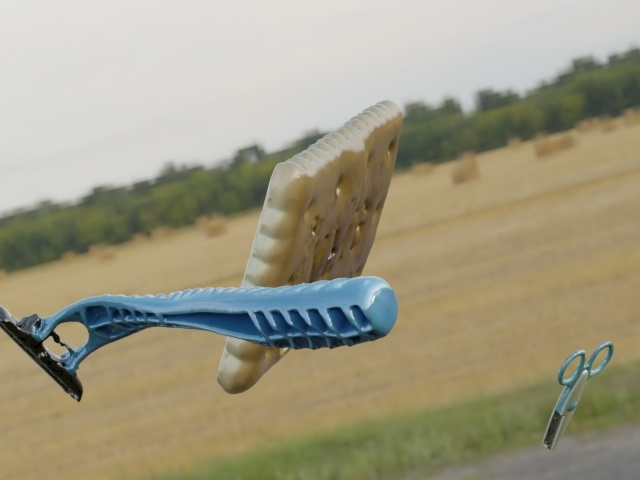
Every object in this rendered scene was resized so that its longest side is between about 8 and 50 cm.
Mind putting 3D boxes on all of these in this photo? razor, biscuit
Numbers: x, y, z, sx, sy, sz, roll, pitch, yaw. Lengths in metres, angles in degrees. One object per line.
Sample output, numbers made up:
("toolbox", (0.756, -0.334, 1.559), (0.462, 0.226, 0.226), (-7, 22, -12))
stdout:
("razor", (-0.067, 0.043, 0.994), (0.253, 0.082, 0.042), (-7, 46, 39))
("biscuit", (0.000, 0.000, 1.677), (0.044, 0.217, 0.325), (22, 19, 12))

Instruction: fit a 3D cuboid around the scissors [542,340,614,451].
("scissors", (0.208, 0.131, 1.548), (0.058, 0.014, 0.119), (-15, -42, -33))
